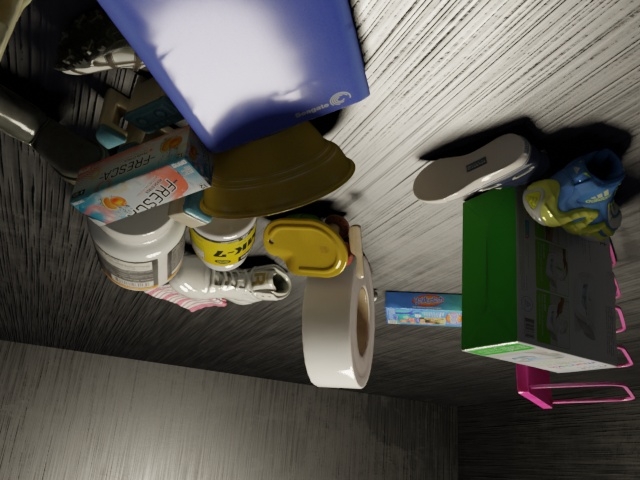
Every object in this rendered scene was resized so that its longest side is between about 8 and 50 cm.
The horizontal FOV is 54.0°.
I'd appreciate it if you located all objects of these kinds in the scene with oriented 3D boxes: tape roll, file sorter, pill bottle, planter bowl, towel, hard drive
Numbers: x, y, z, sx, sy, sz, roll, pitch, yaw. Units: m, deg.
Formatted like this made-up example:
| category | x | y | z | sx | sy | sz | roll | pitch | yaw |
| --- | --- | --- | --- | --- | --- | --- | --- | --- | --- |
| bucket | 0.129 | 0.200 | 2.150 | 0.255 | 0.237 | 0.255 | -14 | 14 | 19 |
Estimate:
| category | x | y | z | sx | sy | sz | roll | pitch | yaw |
| --- | --- | --- | --- | --- | --- | --- | --- | --- | --- |
| tape roll | 0.045 | 0.173 | 1.346 | 0.100 | 0.286 | 0.286 | -1 | 158 | 14 |
| file sorter | 0.483 | 0.157 | 1.203 | 0.182 | 0.290 | 0.202 | -10 | 154 | 28 |
| pill bottle | -0.318 | -0.021 | 1.101 | 0.162 | 0.162 | 0.278 | 9 | 158 | -10 |
| planter bowl | -0.068 | -0.115 | 0.835 | 0.217 | 0.217 | 0.090 | -4 | 116 | 22 |
| pill bottle | -0.174 | -0.023 | 1.119 | 0.119 | 0.119 | 0.208 | 7 | 159 | -5 |
| towel | -0.378 | 0.157 | 1.756 | 0.144 | 0.029 | 0.197 | -12 | 153 | 35 |
| hard drive | -0.075 | -0.213 | 0.627 | 0.210 | 0.040 | 0.318 | -19 | 155 | 5 |

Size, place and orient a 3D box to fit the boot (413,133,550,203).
| category | x | y | z | sx | sy | sz | roll | pitch | yaw |
| --- | --- | --- | --- | --- | --- | --- | --- | --- | --- |
| boot | 0.233 | -0.091 | 0.918 | 0.086 | 0.069 | 0.190 | 18 | 154 | -42 |

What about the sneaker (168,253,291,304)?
| category | x | y | z | sx | sy | sz | roll | pitch | yaw |
| --- | --- | --- | --- | --- | --- | --- | --- | --- | --- |
| sneaker | -0.191 | 0.082 | 1.431 | 0.169 | 0.108 | 0.292 | -11 | 163 | 33 |

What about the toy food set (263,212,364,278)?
| category | x | y | z | sx | sy | sz | roll | pitch | yaw |
| --- | --- | --- | --- | --- | --- | --- | --- | --- | --- |
| toy food set | 0.000 | 0.000 | 1.182 | 0.218 | 0.071 | 0.128 | 4 | 124 | 30 |

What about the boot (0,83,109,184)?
| category | x | y | z | sx | sy | sz | roll | pitch | yaw |
| --- | --- | --- | --- | --- | --- | --- | --- | --- | --- |
| boot | -0.400 | -0.164 | 0.820 | 0.190 | 0.076 | 0.208 | 23 | 165 | 30 |

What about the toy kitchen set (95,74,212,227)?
| category | x | y | z | sx | sy | sz | roll | pitch | yaw |
| --- | --- | --- | --- | --- | --- | --- | --- | --- | --- |
| toy kitchen set | -0.188 | -0.120 | 0.864 | 0.166 | 0.122 | 0.207 | -11 | 154 | 36 |

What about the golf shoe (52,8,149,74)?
| category | x | y | z | sx | sy | sz | roll | pitch | yaw |
| --- | --- | --- | --- | --- | --- | --- | --- | --- | --- |
| golf shoe | -0.211 | -0.212 | 0.699 | 0.198 | 0.077 | 0.094 | -6 | 157 | 29 |

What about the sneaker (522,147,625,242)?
| category | x | y | z | sx | sy | sz | roll | pitch | yaw |
| --- | --- | --- | --- | --- | --- | --- | --- | --- | --- |
| sneaker | 0.407 | -0.065 | 0.917 | 0.240 | 0.091 | 0.126 | 1 | 147 | -42 |

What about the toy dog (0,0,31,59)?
| category | x | y | z | sx | sy | sz | roll | pitch | yaw |
| --- | --- | --- | --- | --- | --- | --- | --- | --- | --- |
| toy dog | -0.381 | -0.252 | 0.364 | 0.408 | 0.284 | 0.395 | 19 | 155 | -28 |

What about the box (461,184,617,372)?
| category | x | y | z | sx | sy | sz | roll | pitch | yaw |
| --- | --- | --- | --- | --- | --- | --- | --- | --- | --- |
| box | 0.359 | 0.066 | 1.030 | 0.231 | 0.262 | 0.127 | 16 | 157 | -28 |

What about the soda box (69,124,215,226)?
| category | x | y | z | sx | sy | sz | roll | pitch | yaw |
| --- | --- | --- | --- | --- | --- | --- | --- | --- | --- |
| soda box | -0.225 | -0.080 | 0.800 | 0.183 | 0.063 | 0.058 | -17 | 139 | 21 |

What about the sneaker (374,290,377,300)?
| category | x | y | z | sx | sy | sz | roll | pitch | yaw |
| --- | --- | --- | --- | --- | --- | --- | --- | --- | --- |
| sneaker | 0.106 | 0.142 | 1.600 | 0.083 | 0.031 | 0.035 | -10 | 154 | 34 |

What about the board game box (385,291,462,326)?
| category | x | y | z | sx | sy | sz | roll | pitch | yaw |
| --- | --- | --- | --- | --- | --- | --- | --- | --- | --- |
| board game box | 0.277 | 0.181 | 1.642 | 0.210 | 0.047 | 0.160 | 2 | 158 | 8 |
